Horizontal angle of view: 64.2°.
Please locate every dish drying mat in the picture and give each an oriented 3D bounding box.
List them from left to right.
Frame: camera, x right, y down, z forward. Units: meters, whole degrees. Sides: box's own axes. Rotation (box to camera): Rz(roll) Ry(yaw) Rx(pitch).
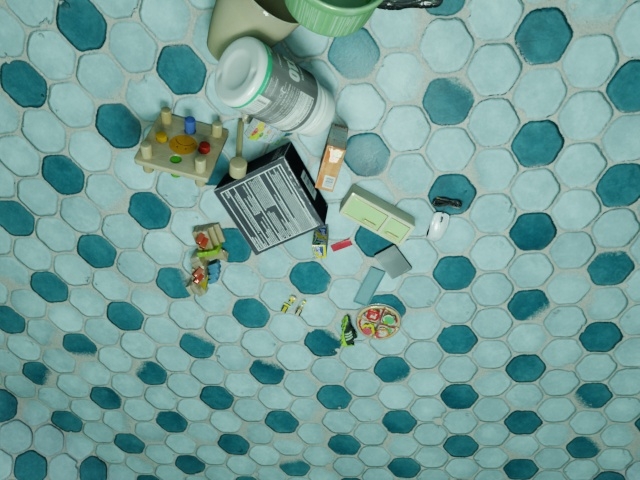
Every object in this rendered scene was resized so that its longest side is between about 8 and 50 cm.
[{"bbox_3d":[0.083,0.019,2.024,0.083,0.008,0.032,-20,115,18],"label":"dish drying mat"}]

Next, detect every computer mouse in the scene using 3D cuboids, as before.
[{"bbox_3d":[0.452,-0.069,1.913,0.106,0.042,0.192,11,121,-1],"label":"computer mouse"}]

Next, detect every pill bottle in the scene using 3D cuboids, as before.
[{"bbox_3d":[-0.127,-0.453,1.565,0.204,0.204,0.361,-41,150,25],"label":"pill bottle"}]

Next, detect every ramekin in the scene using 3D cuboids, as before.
[{"bbox_3d":[0.037,-0.727,1.430,0.304,0.303,0.148,23,162,-7],"label":"ramekin"}]

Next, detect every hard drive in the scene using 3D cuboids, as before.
[{"bbox_3d":[0.290,0.084,2.031,0.094,0.022,0.135,-31,113,21],"label":"hard drive"}]

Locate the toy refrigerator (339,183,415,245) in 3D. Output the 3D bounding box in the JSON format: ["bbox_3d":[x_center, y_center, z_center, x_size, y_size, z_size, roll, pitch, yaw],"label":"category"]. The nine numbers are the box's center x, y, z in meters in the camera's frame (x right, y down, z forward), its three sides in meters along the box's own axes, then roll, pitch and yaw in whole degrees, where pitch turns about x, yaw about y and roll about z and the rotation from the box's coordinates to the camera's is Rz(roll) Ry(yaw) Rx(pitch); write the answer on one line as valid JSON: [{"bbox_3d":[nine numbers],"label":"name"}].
[{"bbox_3d":[0.210,-0.092,1.895,0.270,0.094,0.102,28,119,-11],"label":"toy refrigerator"}]

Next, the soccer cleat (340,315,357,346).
[{"bbox_3d":[0.126,0.393,2.215,0.073,0.060,0.178,0,127,-5],"label":"soccer cleat"}]

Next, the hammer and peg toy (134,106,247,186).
[{"bbox_3d":[-0.417,-0.313,1.753,0.362,0.265,0.127,14,143,-3],"label":"hammer and peg toy"}]

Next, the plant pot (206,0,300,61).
[{"bbox_3d":[-0.224,-0.661,1.540,0.256,0.256,0.274,40,132,-17],"label":"plant pot"}]

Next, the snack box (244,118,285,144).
[{"bbox_3d":[-0.178,-0.385,1.747,0.100,0.141,0.037,-49,61,28],"label":"snack box"}]

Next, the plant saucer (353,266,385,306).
[{"bbox_3d":[0.200,0.190,2.107,0.067,0.018,0.192,20,121,-6],"label":"plant saucer"}]

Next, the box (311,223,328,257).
[{"bbox_3d":[0.000,0.000,1.927,0.054,0.169,0.059,0,120,5],"label":"box"}]

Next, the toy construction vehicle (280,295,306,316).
[{"bbox_3d":[-0.114,0.279,2.186,0.086,0.035,0.098,28,117,2],"label":"toy construction vehicle"}]

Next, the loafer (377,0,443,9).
[{"bbox_3d":[0.256,-0.738,1.530,0.223,0.076,0.078,1,102,10],"label":"loafer"}]

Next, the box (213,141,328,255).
[{"bbox_3d":[-0.172,-0.151,1.849,0.294,0.182,0.296,-23,114,17],"label":"box"}]

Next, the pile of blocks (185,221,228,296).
[{"bbox_3d":[-0.463,0.101,2.068,0.149,0.112,0.362,12,121,-1],"label":"pile of blocks"}]

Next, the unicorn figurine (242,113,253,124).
[{"bbox_3d":[-0.230,-0.451,1.733,0.060,0.162,0.111,31,91,-6],"label":"unicorn figurine"}]

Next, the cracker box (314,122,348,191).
[{"bbox_3d":[0.040,-0.283,1.720,0.067,0.232,0.155,15,121,-4],"label":"cracker box"}]

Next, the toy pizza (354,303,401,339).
[{"bbox_3d":[0.248,0.356,2.189,0.202,0.032,0.201,3,120,4],"label":"toy pizza"}]
